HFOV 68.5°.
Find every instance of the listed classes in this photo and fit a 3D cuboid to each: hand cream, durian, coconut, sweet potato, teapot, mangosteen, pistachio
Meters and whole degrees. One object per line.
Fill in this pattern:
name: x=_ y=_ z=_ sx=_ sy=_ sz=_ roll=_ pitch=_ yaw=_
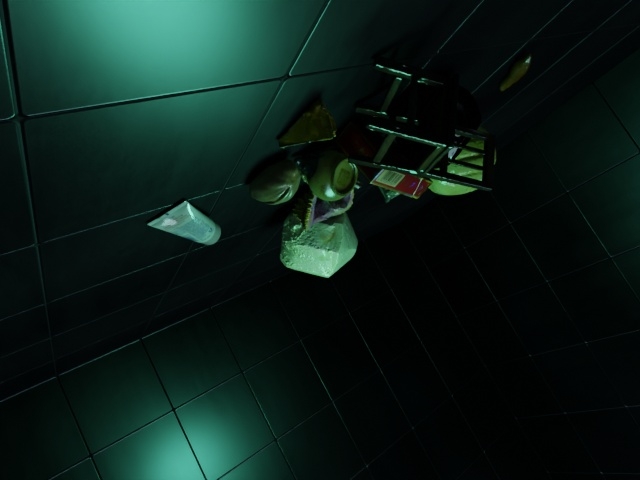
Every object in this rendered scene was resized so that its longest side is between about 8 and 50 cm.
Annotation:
hand cream: x=-0.400 y=-0.049 z=1.423 sx=0.133 sy=0.083 sz=0.248 roll=-31 pitch=160 yaw=6
durian: x=0.016 y=-0.171 z=1.824 sx=0.260 sy=0.154 sz=0.186 roll=-15 pitch=142 yaw=-48
coconut: x=0.000 y=0.000 z=1.961 sx=0.310 sy=0.297 sz=0.297 roll=10 pitch=172 yaw=5
sweet potato: x=0.722 y=-0.617 z=1.729 sx=0.057 sy=0.057 sz=0.264 roll=-29 pitch=172 yaw=1
teapot: x=0.022 y=-0.217 z=1.510 sx=0.269 sy=0.183 sz=0.173 roll=12 pitch=96 yaw=-51
mangosteen: x=0.366 y=-0.363 z=1.490 sx=0.287 sy=0.233 sz=0.287 roll=-55 pitch=167 yaw=-19
pistachio: x=-0.137 y=-0.171 z=1.415 sx=0.185 sy=0.124 sz=0.124 roll=-16 pitch=180 yaw=37

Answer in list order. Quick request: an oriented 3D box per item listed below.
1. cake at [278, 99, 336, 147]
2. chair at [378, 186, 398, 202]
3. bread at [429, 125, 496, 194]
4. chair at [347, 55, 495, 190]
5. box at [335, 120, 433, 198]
cake: x=-0.022 y=-0.270 z=1.220 sx=0.185 sy=0.116 sz=0.080 roll=-41 pitch=167 yaw=34
chair: x=0.327 y=-0.278 z=2.102 sx=0.136 sy=0.147 sz=0.270 roll=-28 pitch=172 yaw=0
bread: x=0.563 y=-0.343 z=1.952 sx=0.320 sy=0.320 sz=0.237 roll=-27 pitch=178 yaw=-14
chair: x=0.304 y=-0.284 z=1.211 sx=0.416 sy=0.203 sz=0.240 roll=10 pitch=163 yaw=-6
box: x=0.211 y=-0.249 z=1.498 sx=0.089 sy=0.197 sz=0.313 roll=-48 pitch=150 yaw=23
